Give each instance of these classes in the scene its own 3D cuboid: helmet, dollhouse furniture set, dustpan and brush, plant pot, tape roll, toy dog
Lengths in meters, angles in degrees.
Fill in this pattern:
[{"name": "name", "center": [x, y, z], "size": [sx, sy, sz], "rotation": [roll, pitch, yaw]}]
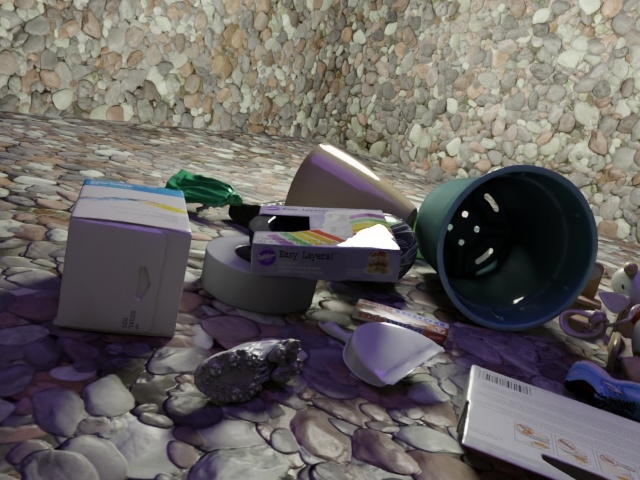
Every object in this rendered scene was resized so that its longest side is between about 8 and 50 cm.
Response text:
[{"name": "helmet", "center": [0.130, 0.019, 1.325], "size": [0.161, 0.170, 0.169], "rotation": [7, 12, 23]}, {"name": "dollhouse furniture set", "center": [0.647, 0.168, 1.205], "size": [0.303, 0.174, 0.355], "rotation": [19, 16, 22]}, {"name": "dustpan and brush", "center": [0.074, 0.167, 0.976], "size": [0.147, 0.060, 0.211], "rotation": [-20, 40, -41]}, {"name": "plant pot", "center": [0.090, -0.076, 1.485], "size": [0.274, 0.257, 0.256], "rotation": [24, 18, 19]}, {"name": "tape roll", "center": [-0.114, 0.061, 1.141], "size": [0.219, 0.072, 0.219], "rotation": [12, 16, -3]}, {"name": "plant pot", "center": [0.379, -0.005, 1.370], "size": [0.341, 0.341, 0.334], "rotation": [11, 7, -8]}, {"name": "toy dog", "center": [0.591, 0.141, 1.079], "size": [0.220, 0.161, 0.334], "rotation": [-23, 33, -3]}]

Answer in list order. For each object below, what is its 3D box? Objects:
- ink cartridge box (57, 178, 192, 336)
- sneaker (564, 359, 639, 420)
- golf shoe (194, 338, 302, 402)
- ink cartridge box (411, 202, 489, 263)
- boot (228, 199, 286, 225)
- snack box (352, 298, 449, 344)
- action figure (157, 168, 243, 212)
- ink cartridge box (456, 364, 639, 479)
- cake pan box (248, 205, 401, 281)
[{"name": "ink cartridge box", "center": [-0.304, 0.019, 0.945], "size": [0.168, 0.171, 0.233], "rotation": [8, 16, -19]}, {"name": "sneaker", "center": [0.475, 0.261, 0.982], "size": [0.073, 0.063, 0.162], "rotation": [-24, 32, -37]}, {"name": "golf shoe", "center": [-0.108, 0.172, 0.812], "size": [0.086, 0.069, 0.176], "rotation": [0, 0, 42]}, {"name": "ink cartridge box", "center": [0.324, -0.025, 1.718], "size": [0.272, 0.115, 0.198], "rotation": [7, 17, -21]}, {"name": "boot", "center": [-0.116, -0.065, 1.605], "size": [0.189, 0.076, 0.208], "rotation": [27, 14, 35]}, {"name": "snack box", "center": [0.151, 0.152, 1.132], "size": [0.178, 0.022, 0.064], "rotation": [16, 14, 9]}, {"name": "action figure", "center": [-0.302, -0.120, 1.564], "size": [0.232, 0.063, 0.137], "rotation": [11, 52, 25]}, {"name": "ink cartridge box", "center": [0.314, 0.274, 0.774], "size": [0.275, 0.060, 0.239], "rotation": [18, 17, 14]}, {"name": "cake pan box", "center": [0.000, 0.000, 1.121], "size": [0.266, 0.070, 0.246], "rotation": [3, 17, -1]}]
